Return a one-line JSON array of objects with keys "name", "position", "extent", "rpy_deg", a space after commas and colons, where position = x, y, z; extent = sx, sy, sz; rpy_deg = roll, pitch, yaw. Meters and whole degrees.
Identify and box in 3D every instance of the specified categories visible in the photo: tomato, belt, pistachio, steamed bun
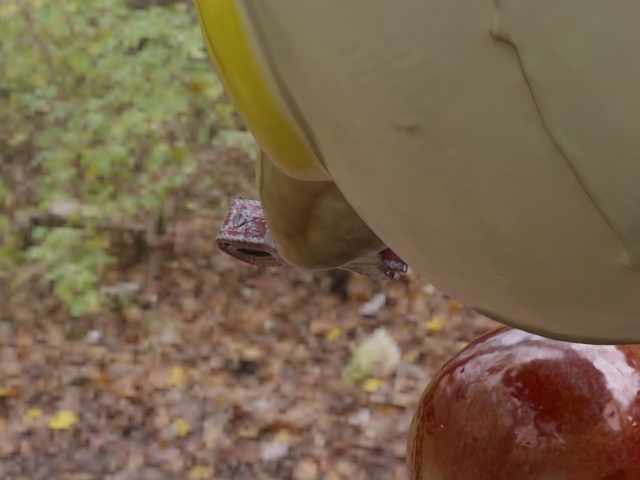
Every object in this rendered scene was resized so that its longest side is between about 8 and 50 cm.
[{"name": "tomato", "position": [0.132, 0.117, 0.958], "extent": [0.167, 0.167, 0.167], "rpy_deg": [6, 21, -2]}, {"name": "belt", "position": [0.000, 0.000, 1.441], "extent": [0.232, 0.053, 0.071], "rpy_deg": [6, -23, 46]}, {"name": "pistachio", "position": [0.047, -0.110, 1.279], "extent": [0.162, 0.293, 0.181], "rpy_deg": [26, -5, -22]}, {"name": "steamed bun", "position": [0.115, -0.140, 0.718], "extent": [0.334, 0.373, 0.334], "rpy_deg": [-21, 12, 4]}]
